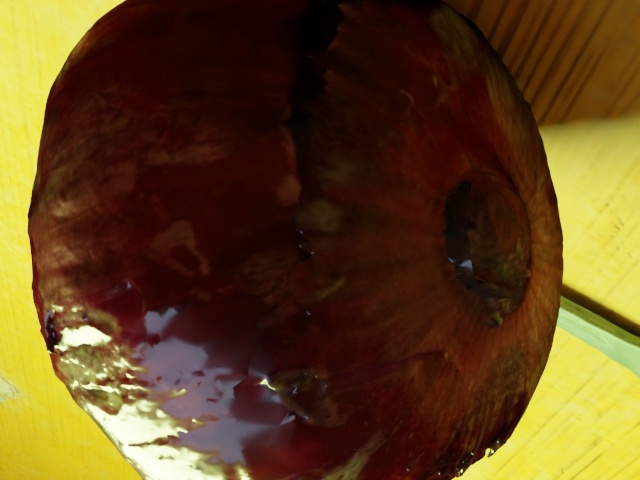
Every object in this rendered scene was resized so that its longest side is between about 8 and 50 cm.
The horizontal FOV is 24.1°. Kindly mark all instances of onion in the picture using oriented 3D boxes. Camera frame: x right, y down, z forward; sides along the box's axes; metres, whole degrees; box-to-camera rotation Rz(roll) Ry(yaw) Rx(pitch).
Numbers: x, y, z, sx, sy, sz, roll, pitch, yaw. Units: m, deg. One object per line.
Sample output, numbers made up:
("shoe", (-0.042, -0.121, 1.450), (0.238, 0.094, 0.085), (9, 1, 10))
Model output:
("onion", (0.000, 0.000, 0.622), (0.190, 0.246, 0.246), (-9, 137, 42))

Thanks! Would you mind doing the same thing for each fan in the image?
("fan", (0.119, 0.030, 0.813), (0.193, 0.016, 0.038), (30, 154, -3))
